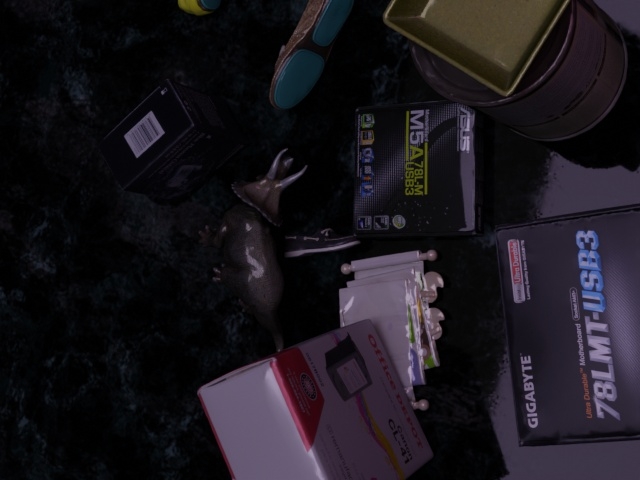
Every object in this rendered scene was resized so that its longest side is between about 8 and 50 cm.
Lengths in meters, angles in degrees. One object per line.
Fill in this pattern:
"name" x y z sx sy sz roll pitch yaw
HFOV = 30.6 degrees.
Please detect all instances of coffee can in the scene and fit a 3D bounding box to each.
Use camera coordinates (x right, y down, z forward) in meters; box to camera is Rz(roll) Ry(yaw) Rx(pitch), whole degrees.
"coffee can" 0.254 -0.242 1.461 0.201 0.275 0.201 -3 84 27

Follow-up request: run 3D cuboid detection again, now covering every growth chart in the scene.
"growth chart" 0.096 0.131 1.655 0.172 0.021 0.237 0 86 27

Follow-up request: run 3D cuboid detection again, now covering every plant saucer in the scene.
"plant saucer" 0.193 -0.281 1.314 0.188 0.045 0.188 36 102 24

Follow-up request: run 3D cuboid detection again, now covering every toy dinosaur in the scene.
"toy dinosaur" -0.101 0.032 1.685 0.160 0.121 0.313 165 106 -71

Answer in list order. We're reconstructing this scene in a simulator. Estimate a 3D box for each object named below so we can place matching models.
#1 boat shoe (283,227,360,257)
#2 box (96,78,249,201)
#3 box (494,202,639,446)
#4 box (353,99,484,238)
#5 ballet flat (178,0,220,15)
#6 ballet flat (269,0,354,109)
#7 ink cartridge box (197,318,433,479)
"boat shoe" 0.000 0.000 1.703 0.125 0.046 0.038 -10 86 35
"box" -0.219 -0.146 1.763 0.156 0.158 0.093 -39 69 19
"box" 0.382 0.105 1.484 0.293 0.073 0.295 -8 81 26
"box" 0.138 -0.098 1.640 0.184 0.045 0.190 0 86 30
"ballet flat" -0.190 -0.466 1.827 0.077 0.077 0.231 5 90 44
"ballet flat" -0.019 -0.291 1.735 0.206 0.073 0.067 -57 38 9
"ink cartridge box" 0.002 0.242 1.514 0.131 0.306 0.226 -27 84 26
